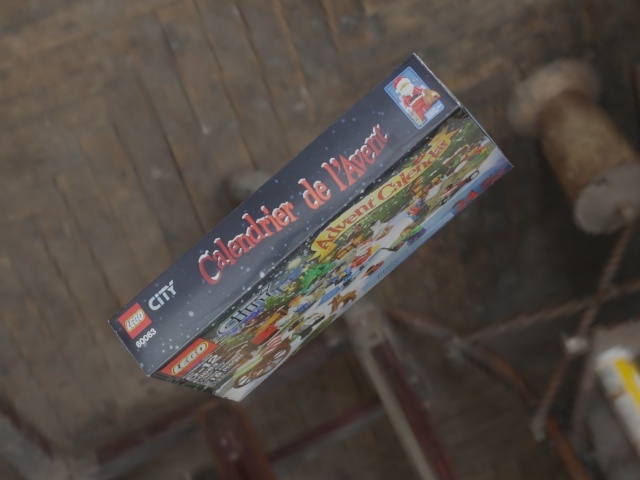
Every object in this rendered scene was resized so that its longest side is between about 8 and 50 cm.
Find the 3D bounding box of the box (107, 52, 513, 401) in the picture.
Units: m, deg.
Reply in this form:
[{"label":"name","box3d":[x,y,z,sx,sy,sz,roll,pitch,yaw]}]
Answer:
[{"label":"box","box3d":[0.000,0.000,1.080,0.233,0.044,0.159,-41,162,6]}]
